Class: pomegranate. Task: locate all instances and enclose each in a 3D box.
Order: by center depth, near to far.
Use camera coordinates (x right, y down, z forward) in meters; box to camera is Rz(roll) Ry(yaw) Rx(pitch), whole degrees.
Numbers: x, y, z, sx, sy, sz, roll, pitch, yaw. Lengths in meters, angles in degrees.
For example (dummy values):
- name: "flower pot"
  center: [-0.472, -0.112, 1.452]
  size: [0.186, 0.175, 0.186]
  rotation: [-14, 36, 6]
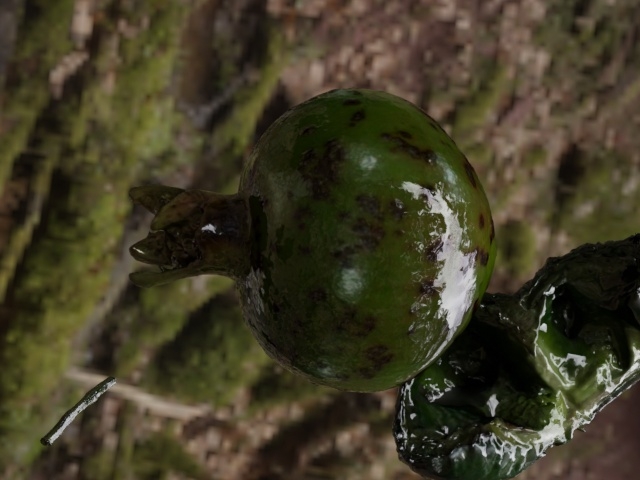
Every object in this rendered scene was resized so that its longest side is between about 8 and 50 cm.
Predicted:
- name: "pomegranate"
  center: [0.000, 0.000, 1.245]
  size: [0.211, 0.263, 0.211]
  rotation: [-179, -90, -75]

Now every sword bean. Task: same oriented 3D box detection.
- name: "sword bean"
  center: [-0.200, 0.139, 1.488]
  size: [0.083, 0.012, 0.012]
  rotation: [-44, 149, -29]

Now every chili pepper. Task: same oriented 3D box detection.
- name: "chili pepper"
  center: [0.165, 0.098, 1.484]
  size: [0.116, 0.264, 0.148]
  rotation: [46, -9, 50]
